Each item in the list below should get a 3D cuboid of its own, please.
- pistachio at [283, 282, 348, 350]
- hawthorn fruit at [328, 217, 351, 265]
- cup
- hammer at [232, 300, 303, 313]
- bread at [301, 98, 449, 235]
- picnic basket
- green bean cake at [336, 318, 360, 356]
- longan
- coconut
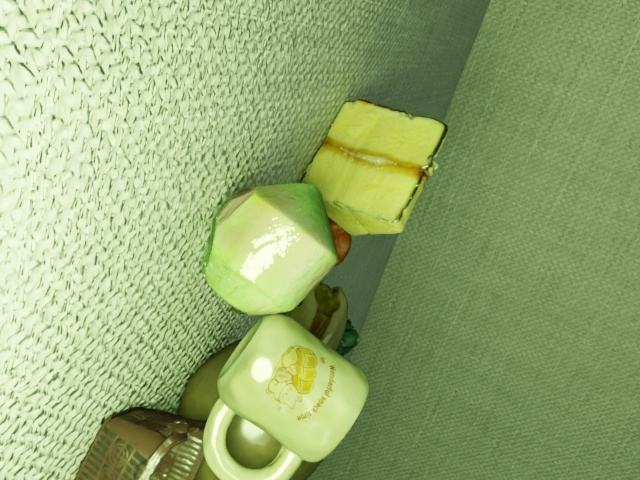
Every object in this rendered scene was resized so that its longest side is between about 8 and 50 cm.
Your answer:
[{"bbox_3d":[-0.029,0.240,1.719,0.288,0.166,0.197,-63,-169,-28],"label":"pistachio"},{"bbox_3d":[0.000,0.000,1.482,0.138,0.133,0.133,-15,129,-61],"label":"hawthorn fruit"},{"bbox_3d":[-0.073,0.263,1.051,0.255,0.202,0.173,-52,-174,13],"label":"cup"},{"bbox_3d":[-0.092,0.099,1.485,0.168,0.044,0.440,-70,165,11],"label":"hammer"},{"bbox_3d":[0.117,-0.163,1.356,0.198,0.236,0.263,35,75,-30],"label":"bread"},{"bbox_3d":[-0.307,0.400,1.010,0.297,0.129,0.222,-65,165,-1],"label":"picnic basket"},{"bbox_3d":[-0.012,0.276,1.907,0.107,0.193,0.208,-8,147,-53],"label":"green bean cake"},{"bbox_3d":[-0.124,0.342,1.239,0.319,0.319,0.319,-58,165,-27],"label":"longan"},{"bbox_3d":[-0.078,0.003,1.036,0.236,0.204,0.236,-34,145,-29],"label":"coconut"}]
